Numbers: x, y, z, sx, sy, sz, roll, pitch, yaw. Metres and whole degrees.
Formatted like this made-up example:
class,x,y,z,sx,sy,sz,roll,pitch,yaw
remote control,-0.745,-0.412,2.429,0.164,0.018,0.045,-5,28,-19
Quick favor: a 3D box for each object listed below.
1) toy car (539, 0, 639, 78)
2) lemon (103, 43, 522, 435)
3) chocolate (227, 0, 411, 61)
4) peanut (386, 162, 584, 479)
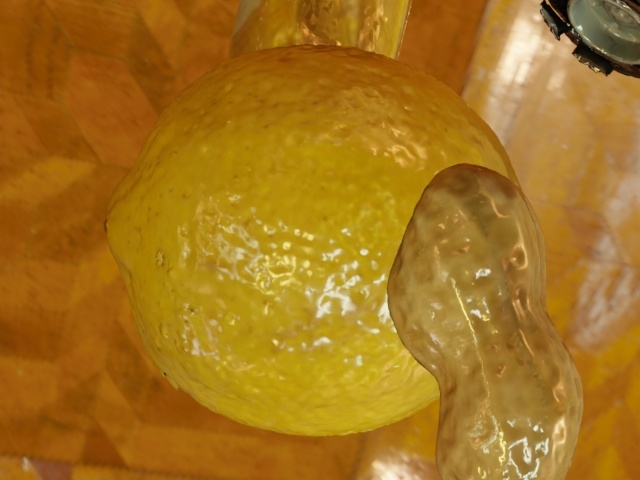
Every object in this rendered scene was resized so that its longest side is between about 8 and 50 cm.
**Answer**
class,x,y,z,sx,sy,sz,roll,pitch,yaw
toy car,0.100,-0.204,0.720,0.301,0.118,0.193,36,73,7
lemon,-0.002,0.000,1.166,0.293,0.293,0.293,-6,108,-20
chocolate,0.003,-0.173,1.458,0.162,0.162,0.445,22,66,-26
peanut,0.084,0.057,0.876,0.089,0.089,0.193,-8,79,-19
